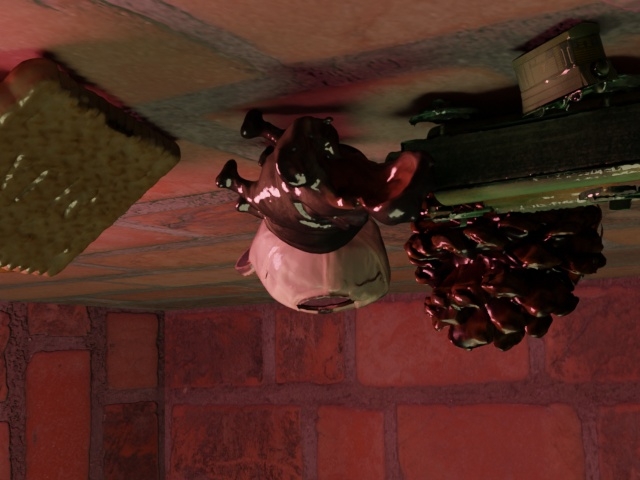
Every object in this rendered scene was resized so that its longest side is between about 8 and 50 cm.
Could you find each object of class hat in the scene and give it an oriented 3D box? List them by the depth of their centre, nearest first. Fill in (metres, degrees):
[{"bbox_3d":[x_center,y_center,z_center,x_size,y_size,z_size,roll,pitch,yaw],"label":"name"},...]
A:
[{"bbox_3d":[-0.001,0.001,1.368,0.232,0.161,0.275,10,-166,-6],"label":"hat"}]

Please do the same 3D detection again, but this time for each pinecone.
[{"bbox_3d":[0.229,0.015,1.159,0.243,0.243,0.257,-3,131,12],"label":"pinecone"}]

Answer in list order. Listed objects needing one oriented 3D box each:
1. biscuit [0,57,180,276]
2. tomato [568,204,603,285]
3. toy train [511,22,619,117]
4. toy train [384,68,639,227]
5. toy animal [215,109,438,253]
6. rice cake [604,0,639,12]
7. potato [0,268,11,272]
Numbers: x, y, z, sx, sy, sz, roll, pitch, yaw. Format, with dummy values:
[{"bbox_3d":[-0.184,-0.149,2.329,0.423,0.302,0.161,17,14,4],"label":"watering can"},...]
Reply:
[{"bbox_3d":[-0.266,-0.057,0.886,0.217,0.044,0.325,-41,167,5],"label":"biscuit"},{"bbox_3d":[0.329,-0.004,1.365,0.167,0.167,0.167,-2,172,0],"label":"tomato"},{"bbox_3d":[0.190,-0.133,0.734,0.038,0.056,0.093,-17,178,-23],"label":"toy train"},{"bbox_3d":[0.218,-0.076,0.898,0.307,0.126,0.189,-7,170,33],"label":"toy train"},{"bbox_3d":[-0.010,-0.055,0.899,0.168,0.106,0.343,27,173,-8],"label":"toy animal"},{"bbox_3d":[0.256,-0.179,0.447,0.106,0.050,0.298,8,168,-44],"label":"rice cake"},{"bbox_3d":[-0.382,-0.032,1.051,0.155,0.137,0.200,-1,172,-6],"label":"potato"}]
